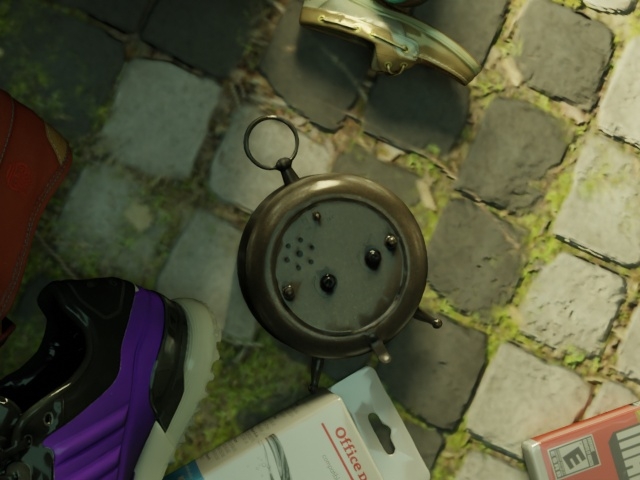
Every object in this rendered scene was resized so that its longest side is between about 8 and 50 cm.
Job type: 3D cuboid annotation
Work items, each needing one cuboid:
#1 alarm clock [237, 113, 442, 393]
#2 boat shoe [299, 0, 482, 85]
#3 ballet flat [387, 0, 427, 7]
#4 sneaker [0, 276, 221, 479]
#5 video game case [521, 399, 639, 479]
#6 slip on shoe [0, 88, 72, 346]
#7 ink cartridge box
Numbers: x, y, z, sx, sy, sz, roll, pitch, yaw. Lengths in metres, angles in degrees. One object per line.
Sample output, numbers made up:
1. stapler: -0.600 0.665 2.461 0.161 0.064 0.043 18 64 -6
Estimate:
1. alarm clock: 0.000 0.000 0.903 0.129 0.064 0.192 -28 92 -8
2. boat shoe: 0.048 -0.140 0.916 0.135 0.050 0.045 28 89 1
3. ballet flat: 0.052 -0.301 0.889 0.096 0.095 0.280 -17 91 -41
4. sneaker: -0.179 0.158 0.828 0.146 0.102 0.293 24 78 -37
5. video game case: 0.311 0.203 0.978 0.285 0.025 0.204 -18 94 -10
6. slip on shoe: -0.251 0.060 0.836 0.101 0.123 0.331 20 91 -36
7. ink cartridge box: -0.013 0.174 0.901 0.180 0.060 0.104 -29 95 -8
